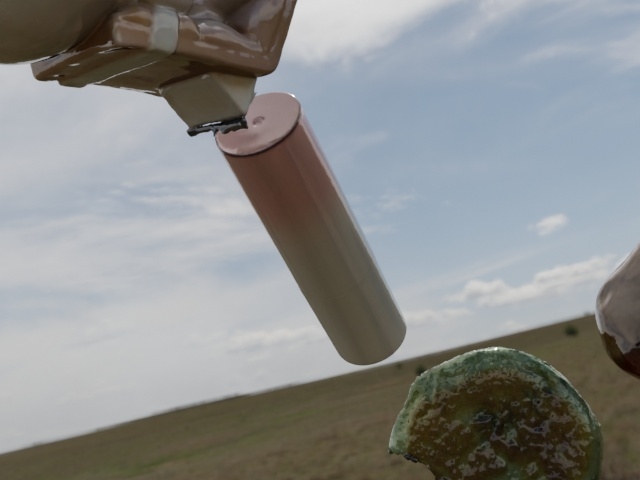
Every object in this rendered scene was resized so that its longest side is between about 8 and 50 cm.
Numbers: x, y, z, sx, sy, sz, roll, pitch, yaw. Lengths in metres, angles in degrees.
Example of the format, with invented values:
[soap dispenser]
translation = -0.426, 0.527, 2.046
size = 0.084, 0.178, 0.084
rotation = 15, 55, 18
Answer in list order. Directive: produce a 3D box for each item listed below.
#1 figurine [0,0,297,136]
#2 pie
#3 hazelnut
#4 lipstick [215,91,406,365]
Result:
[figurine]
translation = -0.122, -0.146, 0.475
size = 0.237, 0.141, 0.162
rotation = 15, -9, -37
[pie]
translation = 0.244, 0.292, 1.346
size = 0.303, 0.302, 0.067
rotation = -16, -9, 16
[hazelnut]
translation = 0.460, 0.099, 1.250
size = 0.186, 0.210, 0.210
rotation = -12, -6, 44
[lipstick]
translation = 0.000, 0.000, 0.978
size = 0.087, 0.087, 0.327
rotation = -16, -46, 13
